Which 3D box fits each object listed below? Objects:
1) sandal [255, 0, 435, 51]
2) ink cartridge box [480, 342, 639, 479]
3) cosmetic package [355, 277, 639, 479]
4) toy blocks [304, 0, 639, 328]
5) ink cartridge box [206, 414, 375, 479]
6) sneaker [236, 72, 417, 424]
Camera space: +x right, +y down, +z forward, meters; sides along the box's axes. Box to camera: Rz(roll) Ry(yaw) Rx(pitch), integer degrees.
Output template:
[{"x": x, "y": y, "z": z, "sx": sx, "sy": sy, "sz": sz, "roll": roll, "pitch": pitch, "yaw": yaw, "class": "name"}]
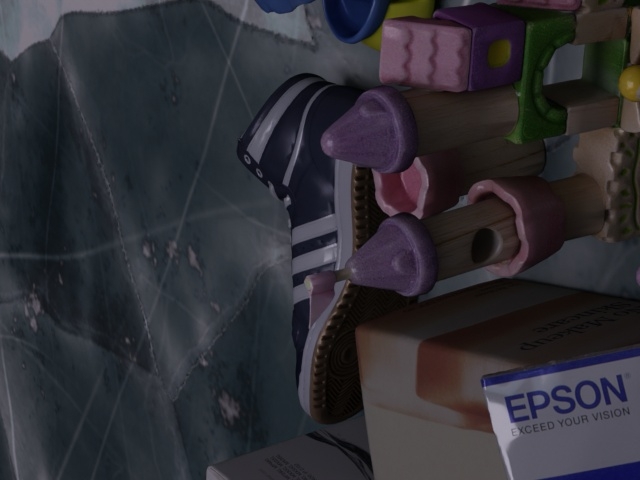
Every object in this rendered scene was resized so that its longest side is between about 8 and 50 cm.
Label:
[{"x": 0.004, "y": -0.289, "z": 1.317, "sx": 0.126, "sy": 0.138, "sz": 0.317, "roll": 13, "pitch": 111, "yaw": 58, "class": "sandal"}, {"x": 0.271, "y": 0.191, "z": 0.990, "sx": 0.303, "sy": 0.072, "sz": 0.307, "roll": -13, "pitch": 88, "yaw": 19, "class": "ink cartridge box"}, {"x": 0.169, "y": 0.116, "z": 1.202, "sx": 0.296, "sy": 0.153, "sz": 0.129, "roll": 10, "pitch": 111, "yaw": 55, "class": "cosmetic package"}, {"x": 0.116, "y": -0.094, "z": 1.096, "sx": 0.309, "sy": 0.260, "sz": 0.288, "roll": 34, "pitch": 129, "yaw": 48, "class": "toy blocks"}, {"x": 0.031, "y": 0.234, "z": 1.385, "sx": 0.100, "sy": 0.237, "sz": 0.172, "roll": 35, "pitch": 130, "yaw": 47, "class": "ink cartridge box"}, {"x": 0.000, "y": 0.000, "z": 1.470, "sx": 0.153, "sy": 0.099, "sz": 0.282, "roll": 31, "pitch": 121, "yaw": 43, "class": "sneaker"}]
